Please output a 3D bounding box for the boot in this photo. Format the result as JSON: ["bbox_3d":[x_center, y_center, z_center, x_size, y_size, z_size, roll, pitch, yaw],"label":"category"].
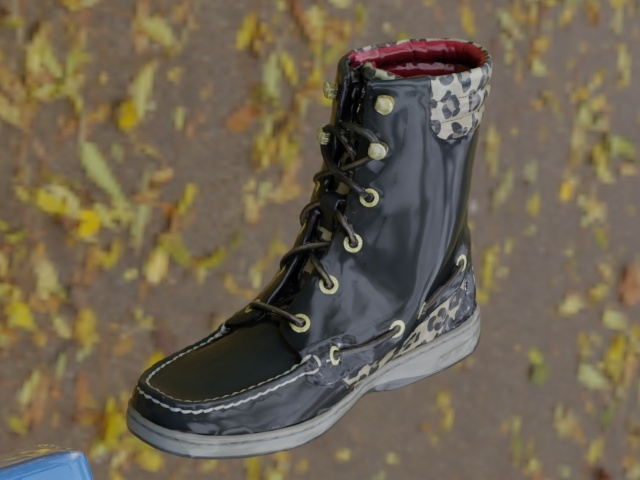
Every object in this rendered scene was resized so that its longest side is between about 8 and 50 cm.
[{"bbox_3d":[-0.001,-0.001,0.914,0.236,0.085,0.179,-19,123,-42],"label":"boot"}]

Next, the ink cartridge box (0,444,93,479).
[{"bbox_3d":[-0.185,0.313,0.752,0.285,0.166,0.395,-16,89,-15],"label":"ink cartridge box"}]
